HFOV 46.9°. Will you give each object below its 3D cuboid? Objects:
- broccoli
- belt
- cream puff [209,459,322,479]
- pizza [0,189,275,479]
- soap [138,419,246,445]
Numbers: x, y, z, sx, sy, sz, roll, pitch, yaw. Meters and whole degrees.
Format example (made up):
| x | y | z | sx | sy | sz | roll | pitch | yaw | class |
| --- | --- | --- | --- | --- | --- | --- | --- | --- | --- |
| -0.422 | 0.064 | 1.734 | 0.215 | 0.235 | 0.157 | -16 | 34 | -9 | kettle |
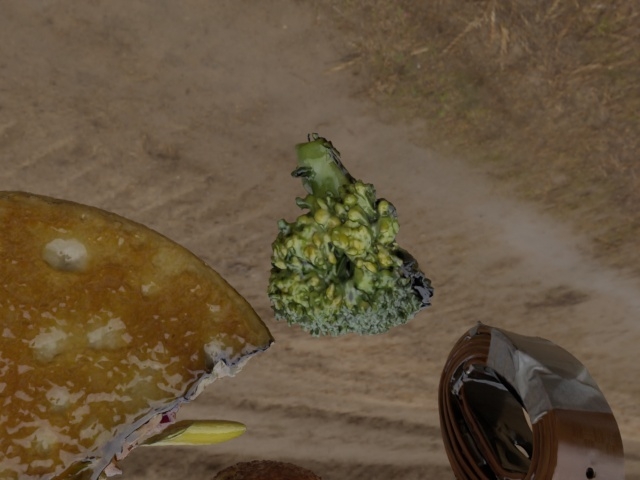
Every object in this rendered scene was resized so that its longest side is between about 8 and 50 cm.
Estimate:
| x | y | z | sx | sy | sz | roll | pitch | yaw | class |
| --- | --- | --- | --- | --- | --- | --- | --- | --- | --- |
| -0.005 | 0.017 | 0.917 | 0.180 | 0.273 | 0.242 | -34 | 175 | -13 | broccoli |
| 0.218 | 0.199 | 0.808 | 0.105 | 0.261 | 0.184 | 16 | 113 | -15 | belt |
| -0.130 | 0.508 | 1.222 | 0.229 | 0.350 | 0.350 | 41 | 133 | -19 | cream puff |
| -0.234 | 0.092 | 0.580 | 0.409 | 0.277 | 0.114 | 0 | 163 | -19 | pizza |
| -0.180 | 0.276 | 1.062 | 0.089 | 0.033 | 0.168 | -26 | 155 | 28 | soap |
